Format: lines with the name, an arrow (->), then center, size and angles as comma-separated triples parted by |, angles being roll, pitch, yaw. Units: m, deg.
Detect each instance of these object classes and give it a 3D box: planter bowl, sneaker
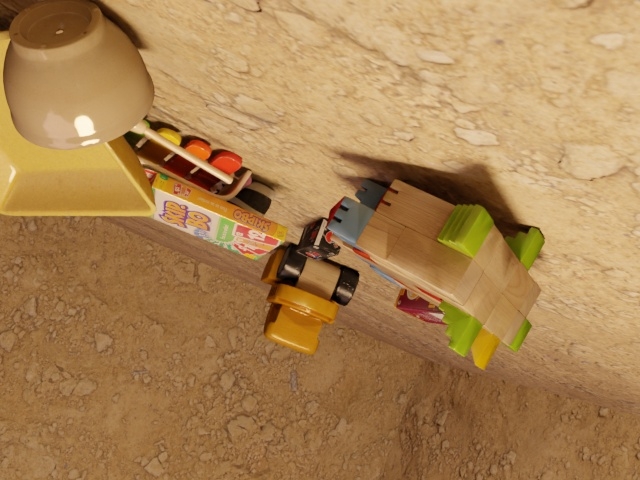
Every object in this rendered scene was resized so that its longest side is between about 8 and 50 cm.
planter bowl -> -0.273, -0.193, 0.816 | 0.162, 0.162, 0.109 | 18, 144, 19
sneaker -> -0.183, -0.055, 1.402 | 0.079, 0.121, 0.216 | 31, 167, -37

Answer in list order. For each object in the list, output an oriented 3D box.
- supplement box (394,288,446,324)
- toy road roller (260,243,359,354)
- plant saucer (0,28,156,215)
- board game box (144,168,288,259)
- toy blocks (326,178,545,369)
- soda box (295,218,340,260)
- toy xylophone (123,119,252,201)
supplement box -> 0.228, 0.098, 1.396 | 0.080, 0.104, 0.188 | 25, 169, -20
toy road roller -> -0.057, 0.160, 1.948 | 0.202, 0.241, 0.329 | 24, 170, -10
plant saucer -> -0.427, -0.170, 1.067 | 0.332, 0.081, 0.333 | 1, 143, 25
board game box -> -0.195, -0.040, 1.253 | 0.259, 0.039, 0.124 | 26, 154, -19
toy blocks -> 0.138, 0.015, 1.028 | 0.260, 0.191, 0.381 | 29, 176, 32
soda box -> 0.000, 0.000, 1.490 | 0.053, 0.060, 0.169 | 22, 170, -12
toy xylophone -> -0.256, -0.136, 1.217 | 0.322, 0.081, 0.236 | 30, 153, -31
